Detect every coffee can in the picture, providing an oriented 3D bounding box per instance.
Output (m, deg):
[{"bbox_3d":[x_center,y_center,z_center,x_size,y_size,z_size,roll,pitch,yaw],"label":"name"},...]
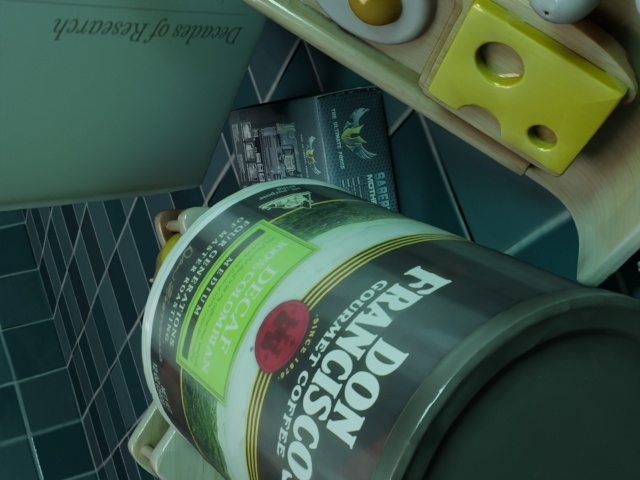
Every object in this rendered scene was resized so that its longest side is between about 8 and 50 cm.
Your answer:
[{"bbox_3d":[0.041,0.089,0.578,0.275,0.201,0.202,25,126,57],"label":"coffee can"}]

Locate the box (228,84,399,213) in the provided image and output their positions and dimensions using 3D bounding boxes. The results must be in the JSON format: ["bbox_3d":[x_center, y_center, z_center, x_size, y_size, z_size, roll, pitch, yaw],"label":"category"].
[{"bbox_3d":[0.000,0.000,0.822,0.183,0.059,0.233,6,108,65],"label":"box"}]

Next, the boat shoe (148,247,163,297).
[{"bbox_3d":[-0.129,0.042,1.054,0.302,0.113,0.103,141,128,-69],"label":"boat shoe"}]

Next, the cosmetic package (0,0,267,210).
[{"bbox_3d":[-0.218,-0.265,0.605,0.329,0.327,0.394,40,120,27],"label":"cosmetic package"}]

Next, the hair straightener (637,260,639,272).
[{"bbox_3d":[0.204,0.026,0.389,0.230,0.047,0.089,2,104,66],"label":"hair straightener"}]

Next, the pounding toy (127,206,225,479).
[{"bbox_3d":[-0.082,0.106,0.793,0.155,0.154,0.270,0,102,65],"label":"pounding toy"}]

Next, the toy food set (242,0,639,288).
[{"bbox_3d":[0.045,-0.113,0.463,0.306,0.092,0.220,34,147,5],"label":"toy food set"}]
